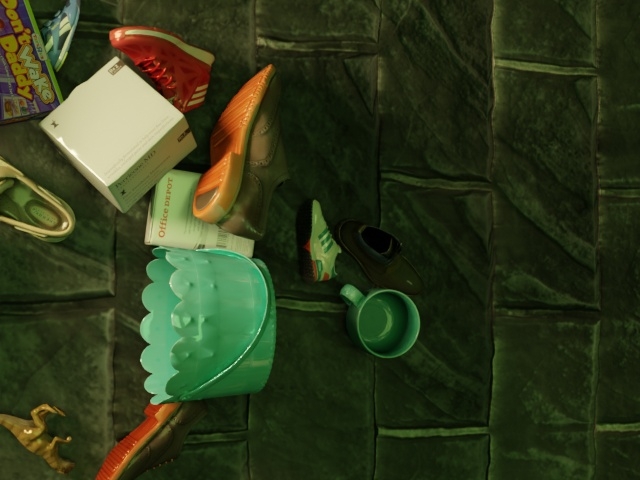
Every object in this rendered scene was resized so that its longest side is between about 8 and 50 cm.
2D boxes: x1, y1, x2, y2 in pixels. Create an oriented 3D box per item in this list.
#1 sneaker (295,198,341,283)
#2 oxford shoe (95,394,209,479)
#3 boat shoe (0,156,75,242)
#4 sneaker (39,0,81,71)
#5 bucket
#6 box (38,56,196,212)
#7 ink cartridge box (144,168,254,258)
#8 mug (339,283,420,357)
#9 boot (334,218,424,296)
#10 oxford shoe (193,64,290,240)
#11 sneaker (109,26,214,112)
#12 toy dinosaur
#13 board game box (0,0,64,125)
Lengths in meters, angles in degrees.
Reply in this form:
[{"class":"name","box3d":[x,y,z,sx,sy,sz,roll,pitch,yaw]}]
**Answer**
[{"class":"sneaker","box3d":[0.000,0.000,1.804,0.075,0.057,0.161,-3,90,-35]},{"class":"oxford shoe","box3d":[-0.305,0.381,1.683,0.098,0.097,0.271,43,78,-20]},{"class":"boat shoe","box3d":[-0.553,-0.090,1.593,0.302,0.098,0.109,31,81,-16]},{"class":"sneaker","box3d":[-0.458,-0.371,1.646,0.059,0.053,0.144,20,83,-15]},{"class":"bucket","box3d":[-0.197,0.145,1.631,0.183,0.281,0.281,2,90,-22]},{"class":"box","box3d":[-0.344,-0.181,1.614,0.182,0.119,0.181,41,77,17]},{"class":"ink cartridge box","box3d":[-0.214,-0.048,1.713,0.190,0.082,0.140,9,87,-17]},{"class":"mug","box3d":[0.110,0.143,1.812,0.129,0.097,0.158,-18,95,-17]},{"class":"boot","box3d":[0.127,0.039,1.811,0.219,0.106,0.082,38,80,-14]},{"class":"oxford shoe","box3d":[-0.119,-0.158,1.683,0.132,0.130,0.364,32,54,-26]},{"class":"sneaker","box3d":[-0.274,-0.290,1.648,0.221,0.087,0.128,9,83,-46]},{"class":"toy dinosaur","box3d":[-0.503,0.330,1.633,0.211,0.064,0.112,39,80,-14]},{"class":"board game box","box3d":[-0.577,-0.354,1.527,0.233,0.078,0.347,-28,102,-56]}]
